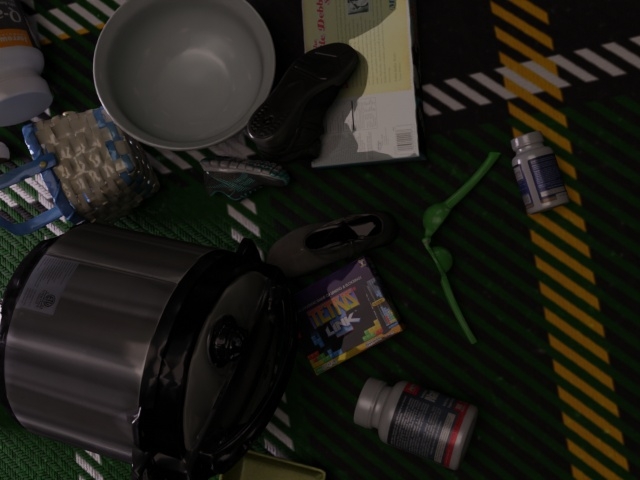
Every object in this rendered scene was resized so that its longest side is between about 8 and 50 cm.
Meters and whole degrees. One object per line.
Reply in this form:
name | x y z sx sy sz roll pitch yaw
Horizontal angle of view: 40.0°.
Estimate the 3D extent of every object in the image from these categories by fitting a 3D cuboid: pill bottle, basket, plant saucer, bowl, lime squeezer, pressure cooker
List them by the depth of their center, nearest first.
pill bottle | 0.337 -0.106 1.365 0.067 0.067 0.120 -18 85 17
pressure cooker | -0.249 0.180 1.388 0.420 0.375 0.370 10 101 19
pill bottle | 0.151 0.285 1.404 0.180 0.108 0.108 18 95 17
lime squeezer | 0.215 0.007 1.422 0.110 0.059 0.310 6 90 -12
bowl | -0.221 -0.276 1.492 0.298 0.134 0.298 0 79 0
plant saucer | -0.086 0.458 1.514 0.188 0.045 0.188 11 93 18
basket | -0.445 -0.100 1.530 0.289 0.255 0.201 -30 81 -3
pill bottle | -0.608 -0.363 1.623 0.162 0.162 0.278 -28 82 16

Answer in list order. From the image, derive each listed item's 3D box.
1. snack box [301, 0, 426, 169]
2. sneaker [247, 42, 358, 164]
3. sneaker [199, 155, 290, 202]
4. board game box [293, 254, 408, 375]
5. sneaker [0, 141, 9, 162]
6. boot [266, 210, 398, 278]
snack box | 0.070 -0.285 1.455 0.187 0.060 0.322 -4 89 20
sneaker | -0.020 -0.213 1.419 0.087 0.130 0.227 31 74 24
sneaker | -0.131 -0.102 1.530 0.166 0.065 0.076 10 109 21
board game box | 0.039 0.125 1.472 0.170 0.048 0.141 -30 82 16
sneaker | -0.730 -0.198 1.691 0.290 0.106 0.123 1 93 19
boot | 0.000 0.000 1.425 0.246 0.161 0.083 -19 84 17
